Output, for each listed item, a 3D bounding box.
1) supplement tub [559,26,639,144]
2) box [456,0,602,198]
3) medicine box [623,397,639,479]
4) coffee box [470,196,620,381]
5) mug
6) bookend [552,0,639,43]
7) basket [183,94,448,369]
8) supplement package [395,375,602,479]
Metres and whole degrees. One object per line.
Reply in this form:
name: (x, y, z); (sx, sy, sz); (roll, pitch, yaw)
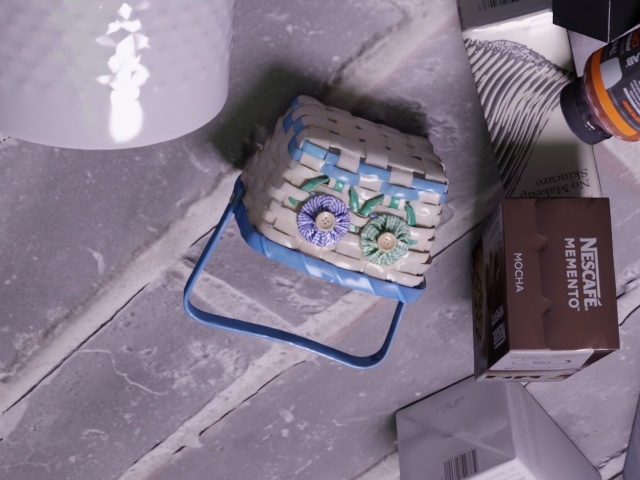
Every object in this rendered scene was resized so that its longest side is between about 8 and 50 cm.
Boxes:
supplement tub: (0.337, -0.164, 1.414); (0.106, 0.106, 0.198); (37, 136, -28)
box: (0.232, -0.157, 1.557); (0.113, 0.094, 0.275); (-14, 129, 12)
medicine box: (0.566, 0.283, 1.907); (0.263, 0.149, 0.289); (0, 130, -1)
coffee box: (0.246, 0.063, 1.606); (0.119, 0.168, 0.297); (0, 169, -1)
mug: (-0.251, -0.281, 1.292); (0.374, 0.276, 0.328); (-15, 128, -31)
bookend: (0.305, -0.301, 1.399); (0.156, 0.072, 0.157); (-33, 134, -31)
basket: (0.000, 0.000, 1.619); (0.255, 0.201, 0.289); (15, 119, -15)
supplement package: (0.257, 0.344, 1.938); (0.177, 0.175, 0.293); (-29, 126, 21)
